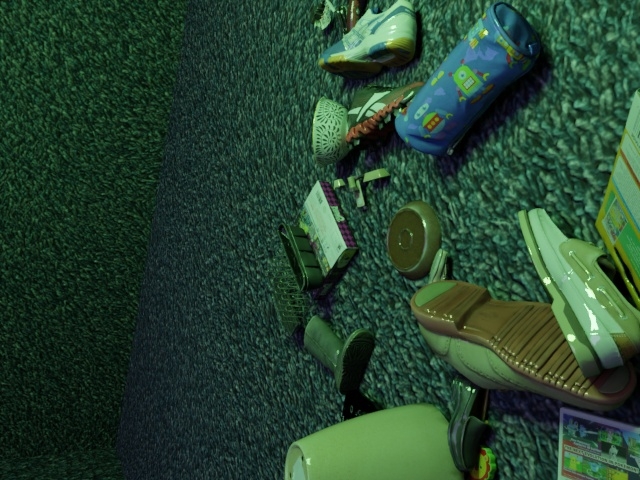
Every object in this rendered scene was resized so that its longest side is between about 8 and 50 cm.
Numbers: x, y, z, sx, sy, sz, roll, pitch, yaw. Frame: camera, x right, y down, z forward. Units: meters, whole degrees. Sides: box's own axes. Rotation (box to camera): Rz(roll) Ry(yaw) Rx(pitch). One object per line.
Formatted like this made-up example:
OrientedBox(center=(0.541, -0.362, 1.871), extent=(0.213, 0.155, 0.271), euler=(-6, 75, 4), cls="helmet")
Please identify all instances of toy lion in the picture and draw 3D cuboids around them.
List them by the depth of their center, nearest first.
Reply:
OrientedBox(center=(0.277, 0.416, 1.144), extent=(0.100, 0.034, 0.096), euler=(-32, 53, 54), cls="toy lion")

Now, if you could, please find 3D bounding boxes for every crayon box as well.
OrientedBox(center=(0.431, -0.021, 0.763), extent=(0.323, 0.083, 0.203), euler=(61, -168, -61), cls="crayon box")

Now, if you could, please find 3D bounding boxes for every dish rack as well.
OrientedBox(center=(-0.082, 0.113, 1.663), extent=(0.272, 0.074, 0.208), euler=(-63, 37, 41), cls="dish rack")

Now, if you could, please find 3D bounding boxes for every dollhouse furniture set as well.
OrientedBox(center=(0.102, -0.113, 1.456), extent=(0.114, 0.091, 0.081), euler=(-10, 93, 55), cls="dollhouse furniture set")

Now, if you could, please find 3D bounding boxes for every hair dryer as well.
OrientedBox(center=(0.091, -0.573, 1.551), extent=(0.224, 0.080, 0.293), euler=(61, 144, 19), cls="hair dryer")

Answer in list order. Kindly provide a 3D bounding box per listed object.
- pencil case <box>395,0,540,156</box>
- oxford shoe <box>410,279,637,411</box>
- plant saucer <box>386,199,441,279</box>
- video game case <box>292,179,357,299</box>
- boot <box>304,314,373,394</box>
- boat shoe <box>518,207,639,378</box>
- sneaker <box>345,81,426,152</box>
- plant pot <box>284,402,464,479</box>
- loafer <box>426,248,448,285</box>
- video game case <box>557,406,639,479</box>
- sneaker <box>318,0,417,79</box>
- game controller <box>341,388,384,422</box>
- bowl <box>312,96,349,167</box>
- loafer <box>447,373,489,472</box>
OrientedBox(center=(0.263, -0.275, 1.154), extent=(0.133, 0.119, 0.306), euler=(51, 136, 9), cls="pencil case")
OrientedBox(center=(0.321, 0.184, 1.037), extent=(0.397, 0.140, 0.147), euler=(25, 140, 52), cls="oxford shoe")
OrientedBox(center=(0.188, -0.002, 1.339), extent=(0.168, 0.029, 0.169), euler=(-13, 75, 59), cls="plant saucer")
OrientedBox(center=(0.000, 0.000, 1.637), extent=(0.210, 0.041, 0.232), euler=(-59, 40, 39), cls="video game case")
OrientedBox(center=(0.037, 0.243, 1.535), extent=(0.208, 0.076, 0.190), euler=(55, 130, 56), cls="boot")
OrientedBox(center=(0.381, 0.057, 0.940), extent=(0.103, 0.113, 0.302), euler=(-25, 44, 16), cls="boat shoe")
OrientedBox(center=(0.140, -0.294, 1.383), extent=(0.276, 0.097, 0.135), euler=(-24, 68, 57), cls="sneaker")
OrientedBox(center=(0.082, 0.437, 1.191), extent=(0.256, 0.273, 0.257), euler=(-175, 90, -68), cls="plant pot")
OrientedBox(center=(0.233, 0.079, 1.254), extent=(0.045, 0.039, 0.125), euler=(-73, -2, -76), cls="loafer")
OrientedBox(center=(0.426, 0.350, 0.906), extent=(0.201, 0.023, 0.184), euler=(0, 87, 60), cls="video game case")
OrientedBox(center=(0.114, -0.457, 1.459), extent=(0.296, 0.111, 0.131), euler=(2, 80, 51), cls="sneaker")
OrientedBox(center=(0.079, 0.502, 1.426), extent=(0.166, 0.067, 0.319), euler=(17, 100, 58), cls="game controller")
OrientedBox(center=(0.042, -0.258, 1.533), extent=(0.080, 0.170, 0.170), euler=(5, 92, 16), cls="bowl")
OrientedBox(center=(0.266, 0.323, 1.128), extent=(0.061, 0.062, 0.170), euler=(-12, 69, 48), cls="loafer")
